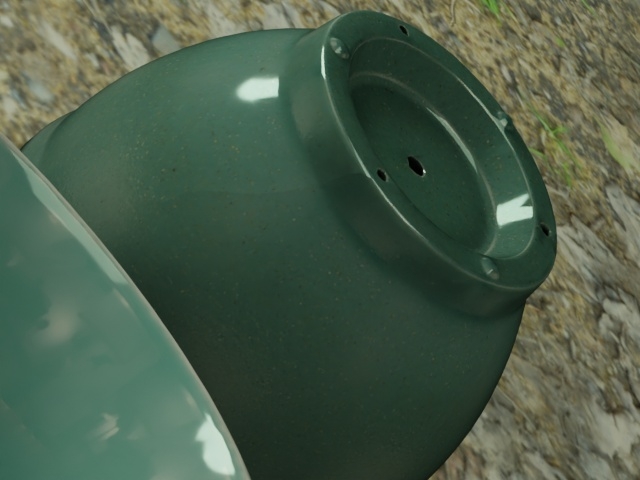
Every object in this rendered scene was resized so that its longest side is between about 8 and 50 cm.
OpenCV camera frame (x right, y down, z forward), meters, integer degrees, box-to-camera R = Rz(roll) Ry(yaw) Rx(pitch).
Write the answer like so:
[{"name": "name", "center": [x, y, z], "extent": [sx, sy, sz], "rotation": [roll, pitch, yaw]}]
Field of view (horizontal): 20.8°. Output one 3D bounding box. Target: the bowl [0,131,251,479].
[{"name": "bowl", "center": [-0.180, 0.061, 0.667], "extent": [0.311, 0.163, 0.311], "rotation": [50, 7, -9]}]

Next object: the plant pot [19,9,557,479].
[{"name": "plant pot", "center": [0.000, 0.000, 0.938], "extent": [0.293, 0.196, 0.293], "rotation": [33, 36, -28]}]
